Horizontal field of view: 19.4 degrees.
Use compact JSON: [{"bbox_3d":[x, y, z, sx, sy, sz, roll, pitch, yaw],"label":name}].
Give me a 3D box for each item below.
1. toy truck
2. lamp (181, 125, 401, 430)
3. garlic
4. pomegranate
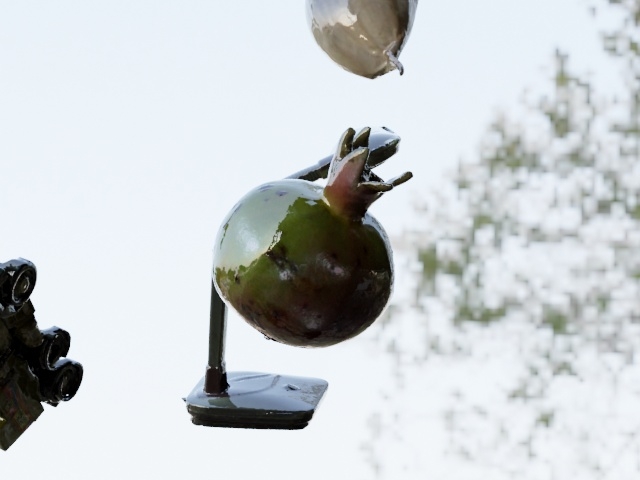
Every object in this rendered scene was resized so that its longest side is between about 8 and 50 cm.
[{"bbox_3d":[-0.350,0.103,1.941,0.127,0.127,0.257,22,-32,23],"label":"toy truck"},{"bbox_3d":[-0.022,0.019,1.616,0.124,0.283,0.203,18,11,5],"label":"lamp"},{"bbox_3d":[0.026,-0.156,1.249,0.066,0.152,0.084,34,-43,-20],"label":"garlic"},{"bbox_3d":[0.004,0.004,1.287,0.159,0.129,0.129,-37,-30,7],"label":"pomegranate"}]
